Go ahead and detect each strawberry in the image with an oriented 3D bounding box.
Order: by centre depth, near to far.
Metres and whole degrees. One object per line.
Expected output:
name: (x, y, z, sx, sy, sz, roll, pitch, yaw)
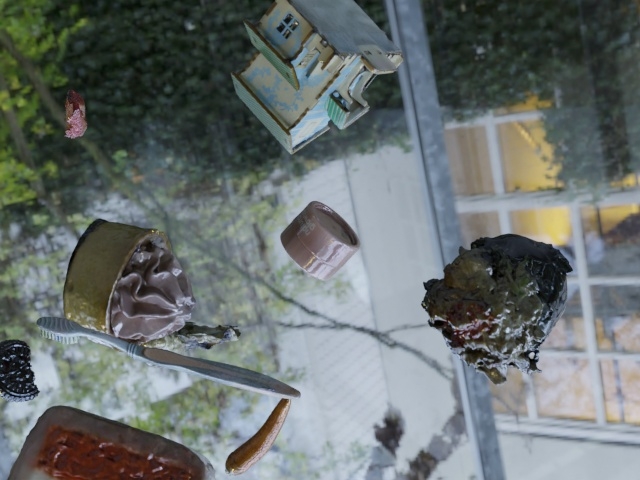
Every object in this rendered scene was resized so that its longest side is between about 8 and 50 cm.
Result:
strawberry: (-0.527, -0.273, 1.956, 0.048, 0.103, 0.152, -1, -179, -21)

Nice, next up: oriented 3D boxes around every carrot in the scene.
carrot: (-0.138, 0.474, 2.182, 0.271, 0.066, 0.062, -47, 172, 16)

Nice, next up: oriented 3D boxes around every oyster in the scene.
oyster: (-0.272, 0.208, 1.856, 0.294, 0.093, 0.166, 1, 172, -43)

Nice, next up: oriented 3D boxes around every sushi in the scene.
sushi: (0.303, 0.110, 1.567, 0.238, 0.225, 0.219, 34, -154, 26)

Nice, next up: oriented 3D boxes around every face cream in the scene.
face cream: (0.000, 0.000, 1.973, 0.104, 0.149, 0.149, -46, -176, 18)

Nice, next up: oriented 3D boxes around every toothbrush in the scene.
toothbrush: (-0.208, 0.163, 1.243, 0.376, 0.037, 0.028, 14, -136, 2)

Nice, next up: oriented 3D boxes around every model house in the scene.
model house: (-0.018, -0.232, 1.321, 0.206, 0.178, 0.271, -44, 173, 26)

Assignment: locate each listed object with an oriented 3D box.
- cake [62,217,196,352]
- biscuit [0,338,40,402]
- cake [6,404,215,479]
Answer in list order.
cake: (-0.272, 0.070, 1.378, 0.178, 0.185, 0.207, 8, -141, 8)
biscuit: (-0.426, 0.183, 1.266, 0.027, 0.089, 0.087, -30, -145, 40)
cake: (-0.333, 0.412, 1.440, 0.309, 0.236, 0.230, 20, 163, -1)
